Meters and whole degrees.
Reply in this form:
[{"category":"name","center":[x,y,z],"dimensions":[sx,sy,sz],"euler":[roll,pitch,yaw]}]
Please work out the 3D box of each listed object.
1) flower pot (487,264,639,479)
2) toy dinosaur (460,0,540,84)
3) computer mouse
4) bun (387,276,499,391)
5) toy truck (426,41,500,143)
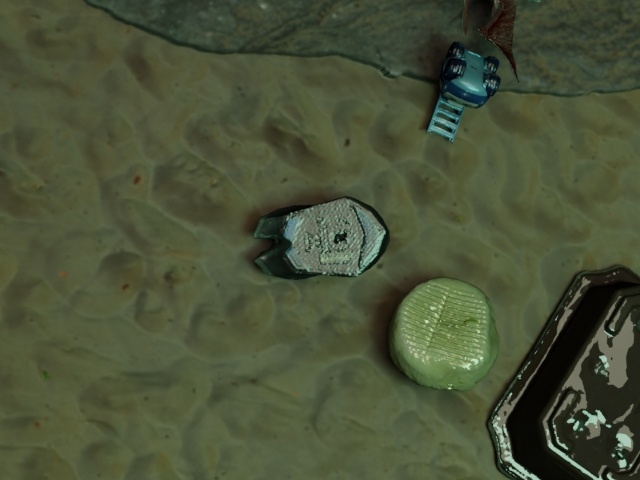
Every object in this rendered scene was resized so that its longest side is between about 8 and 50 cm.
[{"category":"flower pot","center":[0.292,0.149,1.775],"dimensions":[0.179,0.084,0.251],"euler":[35,74,-5]},{"category":"toy dinosaur","center":[0.172,-0.252,1.826],"dimensions":[0.108,0.032,0.220],"euler":[-1,60,-39]},{"category":"computer mouse","center":[0.000,0.000,1.755],"dimensions":[0.135,0.047,0.079],"euler":[-6,89,-5]},{"category":"bun","center":[0.120,0.095,1.753],"dimensions":[0.115,0.069,0.115],"euler":[1,62,-2]},{"category":"toy truck","center":[0.138,-0.146,1.805],"dimensions":[0.056,0.090,0.073],"euler":[22,32,-8]}]
